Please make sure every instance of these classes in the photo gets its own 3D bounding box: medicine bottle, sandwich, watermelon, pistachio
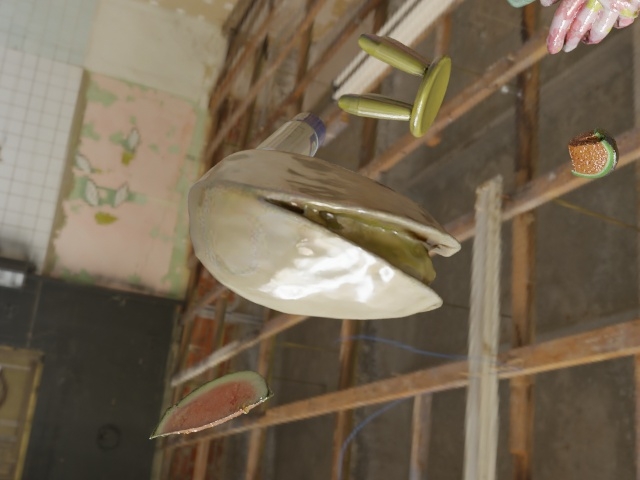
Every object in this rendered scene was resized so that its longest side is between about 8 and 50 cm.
[{"bbox_3d":[-0.041,-0.117,1.105,0.231,0.059,0.059,-58,170,-68],"label":"medicine bottle"},{"bbox_3d":[0.384,-0.122,1.204,0.069,0.101,0.026,18,-117,32],"label":"sandwich"},{"bbox_3d":[-0.160,0.265,1.360,0.245,0.063,0.119,-21,-167,27],"label":"watermelon"},{"bbox_3d":[0.000,0.000,0.692,0.152,0.223,0.126,151,-45,-75],"label":"pistachio"}]

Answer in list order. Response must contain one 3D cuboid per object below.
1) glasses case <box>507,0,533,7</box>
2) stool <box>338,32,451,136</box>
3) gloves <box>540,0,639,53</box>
[{"bbox_3d":[0.215,-0.297,0.783,0.184,0.078,0.039,-49,-163,-22],"label":"glasses case"},{"bbox_3d":[0.099,-0.202,1.110,0.135,0.111,0.134,-58,162,-27],"label":"stool"},{"bbox_3d":[0.480,-0.421,1.488,0.241,0.145,0.126,-52,-171,19],"label":"gloves"}]
